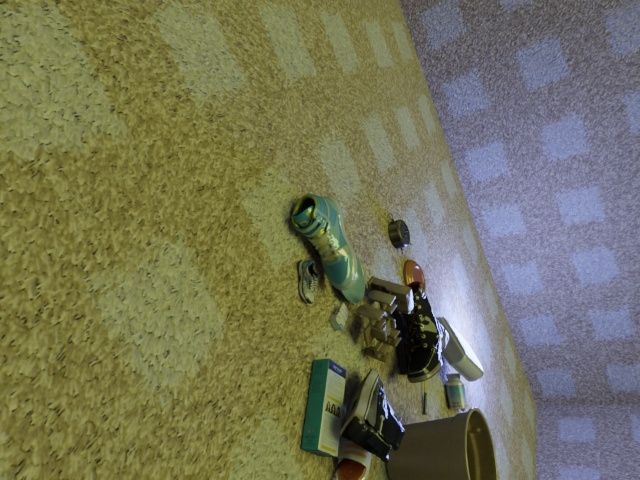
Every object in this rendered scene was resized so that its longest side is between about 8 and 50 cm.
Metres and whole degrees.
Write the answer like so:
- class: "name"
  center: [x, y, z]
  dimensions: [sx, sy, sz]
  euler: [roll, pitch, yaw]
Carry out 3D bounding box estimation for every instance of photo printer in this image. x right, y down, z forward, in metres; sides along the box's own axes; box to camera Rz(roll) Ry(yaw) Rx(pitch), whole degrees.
- class: "photo printer"
  center: [0.663, 0.533, 2.124]
  dimensions: [0.307, 0.107, 0.256]
  euler: [43, 16, -41]

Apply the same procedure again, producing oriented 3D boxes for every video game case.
- class: "video game case"
  center: [0.401, 0.423, 1.861]
  dimensions: [0.248, 0.035, 0.275]
  euler: [15, 63, -45]

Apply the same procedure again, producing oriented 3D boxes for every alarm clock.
- class: "alarm clock"
  center: [0.356, -0.046, 2.006]
  dimensions: [0.192, 0.064, 0.129]
  euler: [58, 36, -20]

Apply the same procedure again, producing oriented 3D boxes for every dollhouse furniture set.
- class: "dollhouse furniture set"
  center: [0.202, 0.259, 1.561]
  dimensions: [0.242, 0.160, 0.212]
  euler: [-45, 135, -37]

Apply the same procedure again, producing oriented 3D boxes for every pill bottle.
- class: "pill bottle"
  center: [0.653, 0.725, 2.120]
  dimensions: [0.087, 0.087, 0.160]
  euler: [17, 64, -54]

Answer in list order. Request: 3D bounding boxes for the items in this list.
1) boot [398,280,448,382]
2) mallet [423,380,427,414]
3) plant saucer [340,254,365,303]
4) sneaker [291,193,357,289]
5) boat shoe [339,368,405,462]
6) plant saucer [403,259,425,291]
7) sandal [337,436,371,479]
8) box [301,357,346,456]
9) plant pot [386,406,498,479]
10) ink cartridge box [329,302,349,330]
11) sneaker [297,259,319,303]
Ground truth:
- class: "boot"
  center: [0.380, 0.350, 1.732]
  dimensions: [0.377, 0.138, 0.285]
  euler: [-35, 102, -54]
- class: "mallet"
  center: [0.446, 0.642, 1.884]
  dimensions: [0.062, 0.039, 0.190]
  euler: [42, 48, -39]
- class: "plant saucer"
  center: [0.094, 0.126, 1.540]
  dimensions: [0.195, 0.037, 0.195]
  euler: [30, 53, -50]
- class: "sneaker"
  center: [0.000, 0.000, 1.369]
  dimensions: [0.208, 0.127, 0.320]
  euler: [13, 57, -57]
- class: "boat shoe"
  center: [0.169, 0.517, 1.313]
  dimensions: [0.158, 0.127, 0.340]
  euler: [34, 18, 8]
- class: "plant saucer"
  center: [0.450, 0.187, 2.076]
  dimensions: [0.200, 0.037, 0.200]
  euler: [31, 52, -49]
- class: "sandal"
  center: [0.098, 0.593, 1.304]
  dimensions: [0.076, 0.101, 0.265]
  euler: [62, 25, -18]
- class: "box"
  center: [0.013, 0.470, 1.245]
  dimensions: [0.100, 0.060, 0.245]
  euler: [44, 43, -41]
- class: "plant pot"
  center: [0.406, 0.754, 1.512]
  dimensions: [0.333, 0.305, 0.334]
  euler: [29, 54, -50]
- class: "ink cartridge box"
  center: [0.063, 0.250, 1.447]
  dimensions: [0.048, 0.028, 0.083]
  euler: [61, 34, -22]
- class: "sneaker"
  center: [-0.033, 0.122, 1.323]
  dimensions: [0.052, 0.057, 0.136]
  euler: [3, 76, -57]
